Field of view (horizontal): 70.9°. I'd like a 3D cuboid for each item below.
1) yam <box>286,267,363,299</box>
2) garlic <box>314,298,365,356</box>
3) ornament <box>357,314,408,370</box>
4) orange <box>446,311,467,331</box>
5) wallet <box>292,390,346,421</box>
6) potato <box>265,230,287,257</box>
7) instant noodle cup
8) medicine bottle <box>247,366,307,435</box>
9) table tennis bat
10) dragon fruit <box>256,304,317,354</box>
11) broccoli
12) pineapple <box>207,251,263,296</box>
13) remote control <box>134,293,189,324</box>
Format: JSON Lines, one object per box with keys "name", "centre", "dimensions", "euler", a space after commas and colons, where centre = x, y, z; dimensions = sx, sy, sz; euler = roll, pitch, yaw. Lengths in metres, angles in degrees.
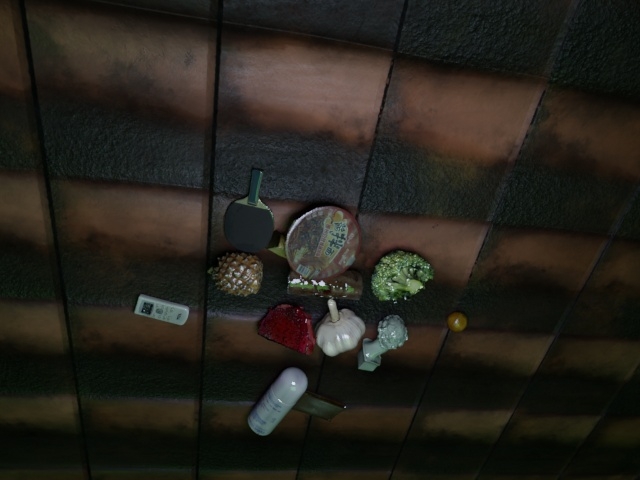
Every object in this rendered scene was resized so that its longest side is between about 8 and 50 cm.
{"name": "yam", "centre": [0.011, 0.148, 1.625], "dimensions": [0.280, 0.131, 0.131], "euler": [6, 120, -12]}
{"name": "garlic", "centre": [0.050, 0.306, 1.677], "dimensions": [0.199, 0.199, 0.225], "euler": [-18, 123, 5]}
{"name": "ornament", "centre": [0.237, 0.423, 1.807], "dimensions": [0.121, 0.130, 0.285], "euler": [23, 116, -24]}
{"name": "orange", "centre": [0.552, 0.329, 1.817], "dimensions": [0.085, 0.085, 0.085], "euler": [-3, 121, -5]}
{"name": "wallet", "centre": [-0.021, 0.738, 2.020], "dimensions": [0.243, 0.039, 0.132], "euler": [25, 121, -20]}
{"name": "potato", "centre": [-0.126, 0.020, 1.567], "dimensions": [0.103, 0.096, 0.066], "euler": [35, 70, -33]}
{"name": "instant noodle cup", "centre": [0.000, 0.000, 1.539], "dimensions": [0.274, 0.091, 0.273], "euler": [-7, 113, -16]}
{"name": "medicine bottle", "centre": [-0.176, 0.675, 1.911], "dimensions": [0.130, 0.130, 0.341], "euler": [26, 114, -20]}
{"name": "table tennis bat", "centre": [-0.234, -0.095, 1.500], "dimensions": [0.174, 0.022, 0.301], "euler": [12, 115, -1]}
{"name": "dragon fruit", "centre": [-0.110, 0.339, 1.700], "dimensions": [0.262, 0.163, 0.189], "euler": [11, 143, 34]}
{"name": "broccoli", "centre": [0.298, 0.134, 1.619], "dimensions": [0.227, 0.176, 0.197], "euler": [18, 110, 2]}
{"name": "pineapple", "centre": [-0.297, 0.117, 1.558], "dimensions": [0.193, 0.166, 0.166], "euler": [7, 120, -2]}
{"name": "remote control", "centre": [-0.590, 0.261, 1.680], "dimensions": [0.190, 0.029, 0.087], "euler": [19, 117, -17]}
